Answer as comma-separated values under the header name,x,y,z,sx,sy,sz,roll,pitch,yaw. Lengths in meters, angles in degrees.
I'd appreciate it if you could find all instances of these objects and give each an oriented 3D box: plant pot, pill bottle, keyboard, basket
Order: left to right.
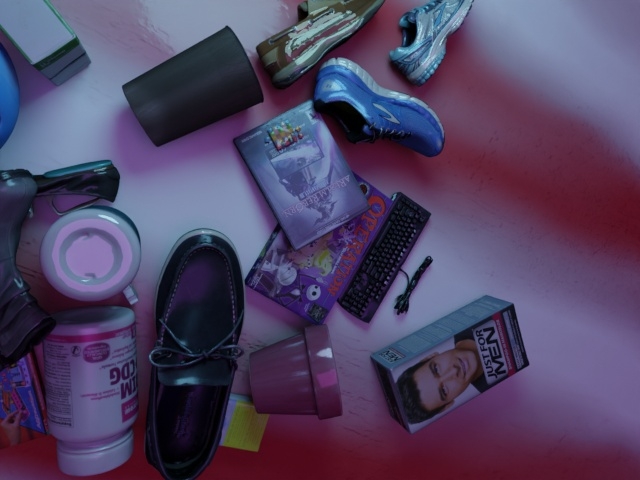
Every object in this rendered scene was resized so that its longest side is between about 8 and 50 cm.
name,x,y,z,sx,sy,sz,roll,pitch,yaw
pill bottle,-0.432,0.278,0.945,0.160,0.160,0.284,-2,97,-20
pill bottle,-0.393,0.012,0.877,0.146,0.264,0.147,-2,97,-19
basket,-0.245,-0.287,0.954,0.226,0.204,0.154,-29,108,-6
plant pot,-0.057,0.294,1.082,0.180,0.201,0.202,-9,99,-3
keyboard,0.184,0.061,1.224,0.201,0.033,0.317,33,85,-21

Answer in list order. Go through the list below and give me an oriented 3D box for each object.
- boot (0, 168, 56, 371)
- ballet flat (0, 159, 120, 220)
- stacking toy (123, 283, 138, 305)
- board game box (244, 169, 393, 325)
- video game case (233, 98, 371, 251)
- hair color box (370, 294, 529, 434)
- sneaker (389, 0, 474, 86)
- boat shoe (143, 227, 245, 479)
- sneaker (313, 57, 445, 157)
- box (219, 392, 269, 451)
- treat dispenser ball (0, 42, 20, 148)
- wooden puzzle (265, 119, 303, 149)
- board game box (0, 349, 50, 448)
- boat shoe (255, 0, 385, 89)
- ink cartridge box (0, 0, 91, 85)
name,x,y,z,sx,sy,sz,roll,pitch,yaw
boot,-0.514,0.061,0.829,0.223,0.118,0.338,48,118,6
ballet flat,-0.517,-0.088,0.916,0.280,0.095,0.096,-8,110,-20
stacking toy,-0.287,0.139,1.043,0.166,0.052,0.221,-31,106,-15
board game box,0.000,0.000,1.141,0.208,0.056,0.347,32,84,-25
video game case,-0.038,-0.142,1.082,0.196,0.026,0.274,-29,92,-9
hair color box,0.332,0.304,1.259,0.374,0.113,0.186,-23,103,-16
sneaker,0.257,-0.512,1.153,0.122,0.110,0.283,28,85,-17
boat shoe,-0.241,0.227,0.968,0.186,0.156,0.501,9,92,-22
sneaker,0.124,-0.259,1.104,0.329,0.129,0.147,24,68,-13
box,-0.208,0.397,1.103,0.178,0.042,0.109,19,88,-20
treat dispenser ball,-0.622,-0.237,0.753,0.287,0.288,0.289,-2,96,-20
wooden puzzle,-0.080,-0.227,1.062,0.083,0.006,0.049,-28,92,-9
board game box,-0.619,0.258,0.945,0.144,0.027,0.282,-12,100,-18
boat shoe,0.002,-0.460,1.056,0.324,0.122,0.120,-42,105,-13
ink cartridge box,-0.482,-0.360,0.837,0.086,0.208,0.153,-40,107,-9
